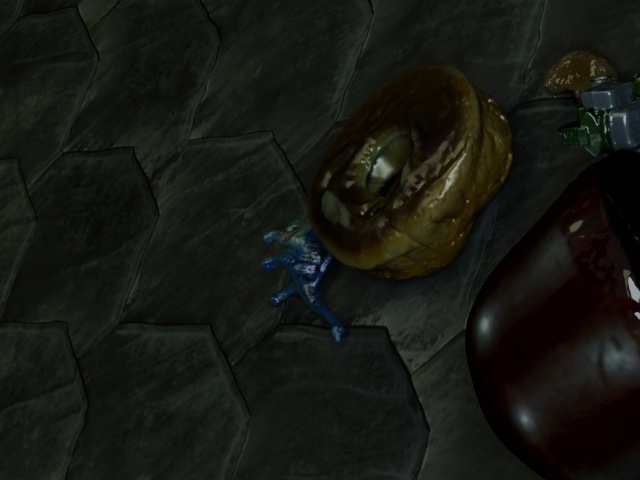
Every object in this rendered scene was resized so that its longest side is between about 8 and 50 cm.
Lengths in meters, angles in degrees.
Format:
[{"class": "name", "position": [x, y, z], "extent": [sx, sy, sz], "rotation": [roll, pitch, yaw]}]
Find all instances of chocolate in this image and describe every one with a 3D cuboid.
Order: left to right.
[{"class": "chocolate", "position": [0.343, 0.128, 1.788], "extent": [0.331, 0.384, 0.383], "rotation": [-51, 39, 24]}]

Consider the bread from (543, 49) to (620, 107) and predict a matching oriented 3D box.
[{"class": "bread", "position": [0.365, -0.217, 2.199], "extent": [0.082, 0.060, 0.113], "rotation": [-55, 42, 2]}]

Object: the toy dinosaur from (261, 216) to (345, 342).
[{"class": "toy dinosaur", "position": [-0.026, 0.016, 2.419], "extent": [0.144, 0.076, 0.329], "rotation": [-16, 56, 29]}]

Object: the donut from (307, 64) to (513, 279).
[{"class": "donut", "position": [0.134, -0.084, 2.280], "extent": [0.330, 0.160, 0.330], "rotation": [-38, 33, 31]}]

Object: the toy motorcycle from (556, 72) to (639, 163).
[{"class": "toy motorcycle", "position": [0.423, -0.168, 1.998], "extent": [0.275, 0.124, 0.187], "rotation": [-25, 17, -38]}]
